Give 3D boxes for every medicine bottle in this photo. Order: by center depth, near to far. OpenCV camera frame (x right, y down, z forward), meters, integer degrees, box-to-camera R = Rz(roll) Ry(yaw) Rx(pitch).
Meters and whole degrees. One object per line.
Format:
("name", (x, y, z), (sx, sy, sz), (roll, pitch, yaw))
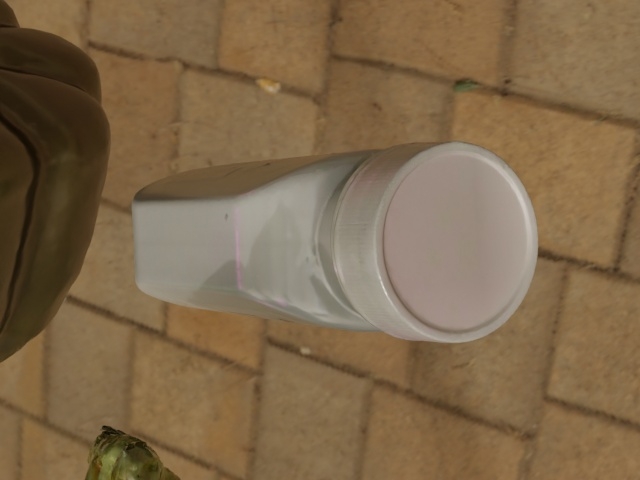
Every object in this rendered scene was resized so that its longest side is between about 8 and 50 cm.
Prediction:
("medicine bottle", (0.000, 0.000, 0.730), (0.296, 0.161, 0.111), (-2, 91, 59))

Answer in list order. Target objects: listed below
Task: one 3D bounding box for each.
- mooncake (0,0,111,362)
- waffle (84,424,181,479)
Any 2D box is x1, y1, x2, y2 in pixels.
("mooncake", (-0.345, -0.082, 0.905), (0.378, 0.378, 0.200), (40, 122, 20))
("waffle", (-0.054, 0.186, 0.608), (0.204, 0.054, 0.223), (49, 165, -5))
